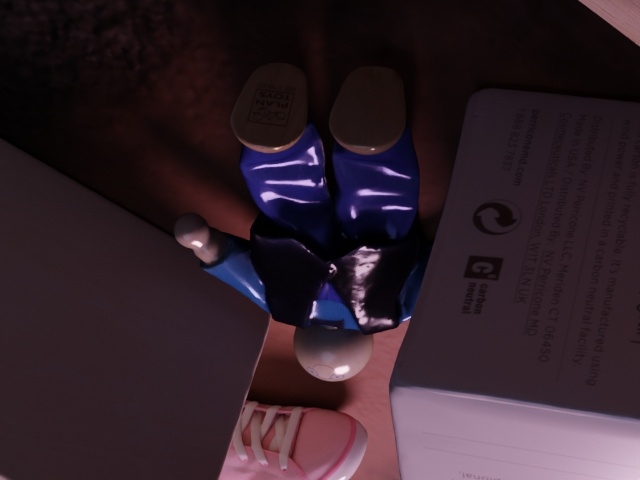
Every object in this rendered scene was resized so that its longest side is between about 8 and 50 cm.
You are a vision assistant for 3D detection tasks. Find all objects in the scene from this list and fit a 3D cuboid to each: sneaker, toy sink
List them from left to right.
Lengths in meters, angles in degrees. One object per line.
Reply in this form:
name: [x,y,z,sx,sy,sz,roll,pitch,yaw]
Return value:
toy sink: [-0.165,0.054,0.730,0.234,0.153,0.131,30,141,-15]
sneaker: [-0.046,0.101,0.816,0.134,0.051,0.070,-10,139,37]

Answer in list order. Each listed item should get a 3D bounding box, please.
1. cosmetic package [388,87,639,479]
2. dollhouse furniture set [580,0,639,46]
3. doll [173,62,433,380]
cosmetic package: [0.121,0.062,0.621,0.151,0.151,0.184,7,139,15]
dollhouse furniture set: [0.132,-0.127,0.391,0.144,0.151,0.123,32,140,-20]
doll: [0.000,0.000,0.680,0.129,0.046,0.189,2,146,6]
